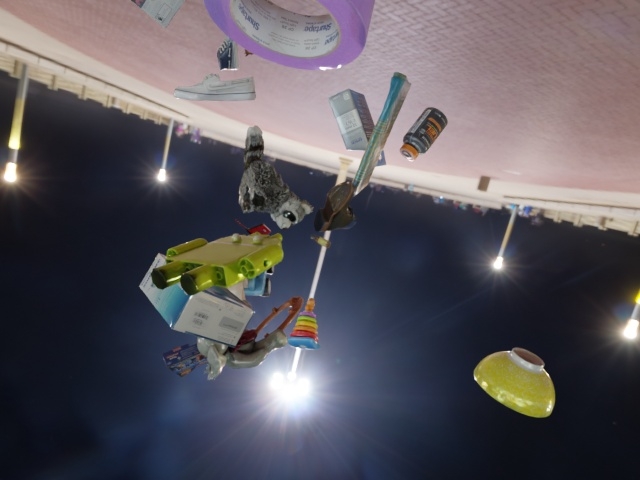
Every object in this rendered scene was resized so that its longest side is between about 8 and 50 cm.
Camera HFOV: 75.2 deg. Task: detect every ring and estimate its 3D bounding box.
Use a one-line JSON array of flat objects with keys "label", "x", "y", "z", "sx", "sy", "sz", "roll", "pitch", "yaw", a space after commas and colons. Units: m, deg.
[{"label": "ring", "x": -0.209, "y": 0.355, "z": 1.794, "sx": 0.032, "sy": 0.337, "sz": 0.336, "roll": 49, "pitch": -176, "yaw": -11}]

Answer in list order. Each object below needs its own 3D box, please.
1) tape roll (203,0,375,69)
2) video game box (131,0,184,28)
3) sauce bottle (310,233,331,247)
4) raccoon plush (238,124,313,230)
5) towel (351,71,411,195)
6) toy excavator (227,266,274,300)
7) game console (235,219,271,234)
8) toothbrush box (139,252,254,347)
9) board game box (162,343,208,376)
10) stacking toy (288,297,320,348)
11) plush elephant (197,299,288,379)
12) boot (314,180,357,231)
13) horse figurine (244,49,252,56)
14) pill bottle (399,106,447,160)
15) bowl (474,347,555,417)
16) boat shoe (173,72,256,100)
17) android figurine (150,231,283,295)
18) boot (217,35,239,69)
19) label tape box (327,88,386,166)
[{"label": "tape roll", "x": -0.049, "y": -0.399, "z": 0.694, "sx": 0.275, "sy": 0.090, "sz": 0.275, "roll": 13, "pitch": 175, "yaw": 1}, {"label": "video game box", "x": -0.463, "y": -0.747, "z": 1.169, "sx": 0.187, "sy": 0.205, "sz": 0.048, "roll": 32, "pitch": -149, "yaw": -35}, {"label": "sauce bottle", "x": 0.000, "y": 0.000, "z": 2.347, "sx": 0.128, "sy": 0.042, "sz": 0.042, "roll": 29, "pitch": -165, "yaw": 27}, {"label": "raccoon plush", "x": -0.181, "y": -0.273, "z": 1.853, "sx": 0.299, "sy": 0.446, "sz": 0.216, "roll": 5, "pitch": -177, "yaw": -29}, {"label": "towel", "x": 0.183, "y": -0.326, "z": 1.300, "sx": 0.040, "sy": 0.370, "sz": 0.271, "roll": 25, "pitch": -161, "yaw": 8}, {"label": "toy excavator", "x": -0.405, "y": 0.187, "z": 2.236, "sx": 0.222, "sy": 0.432, "sz": 0.445, "roll": 2, "pitch": 150, "yaw": 4}, {"label": "game console", "x": -0.321, "y": -0.069, "z": 1.997, "sx": 0.124, "sy": 0.085, "sz": 0.144, "roll": -21, "pitch": 165, "yaw": 4}, {"label": "toothbrush box", "x": -0.369, "y": 0.171, "z": 1.224, "sx": 0.216, "sy": 0.126, "sz": 0.295, "roll": 33, "pitch": 176, "yaw": -43}, {"label": "board game box", "x": -0.520, "y": 0.473, "z": 1.664, "sx": 0.194, "sy": 0.194, "sz": 0.060, "roll": -18, "pitch": -117, "yaw": -27}, {"label": "stacking toy", "x": -0.079, "y": 0.474, "z": 2.431, "sx": 0.166, "sy": 0.301, "sz": 0.175, "roll": -2, "pitch": 150, "yaw": 20}, {"label": "plush elephant", "x": -0.341, "y": 0.357, "z": 1.524, "sx": 0.272, "sy": 0.330, "sz": 0.255, "roll": 41, "pitch": 166, "yaw": 30}, {"label": "boot", "x": 0.071, "y": -0.097, "z": 1.225, "sx": 0.106, "sy": 0.082, "sz": 0.219, "roll": 2, "pitch": 150, "yaw": -28}, {"label": "horse figurine", "x": -0.231, "y": -0.923, "z": 1.895, "sx": 0.263, "sy": 0.174, "sz": 0.066, "roll": -8, "pitch": 155, "yaw": -19}, {"label": "pill bottle", "x": 0.471, "y": -0.487, "z": 1.930, "sx": 0.130, "sy": 0.245, "sz": 0.130, "roll": 37, "pitch": 171, "yaw": 7}, {"label": "bowl", "x": 0.747, "y": 0.499, "z": 1.557, "sx": 0.290, "sy": 0.156, "sz": 0.289, "roll": 16, "pitch": -163, "yaw": -5}, {"label": "boat shoe", "x": -0.338, "y": -0.494, "z": 1.333, "sx": 0.258, "sy": 0.084, "sz": 0.095, "roll": -8, "pitch": -157, "yaw": -20}, {"label": "android figurine", "x": -0.187, "y": 0.033, "z": 0.835, "sx": 0.248, "sy": 0.056, "sz": 0.273, "roll": 4, "pitch": -160, "yaw": 35}, {"label": "boot", "x": -0.410, "y": -0.843, "z": 1.815, "sx": 0.086, "sy": 0.190, "sz": 0.069, "roll": -13, "pitch": -148, "yaw": -19}, {"label": "label tape box", "x": 0.176, "y": -0.483, "z": 1.865, "sx": 0.115, "sy": 0.347, "sz": 0.249, "roll": -16, "pitch": -174, "yaw": 24}]
